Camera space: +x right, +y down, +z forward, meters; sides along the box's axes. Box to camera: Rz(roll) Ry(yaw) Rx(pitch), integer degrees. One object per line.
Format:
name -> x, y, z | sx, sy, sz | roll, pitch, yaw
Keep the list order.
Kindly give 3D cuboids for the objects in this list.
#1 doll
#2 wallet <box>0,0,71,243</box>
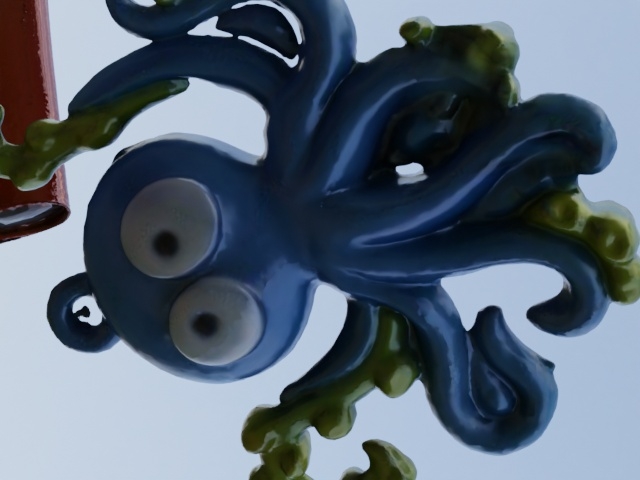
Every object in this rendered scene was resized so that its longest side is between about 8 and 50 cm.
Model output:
doll -> 0.000, 0.000, 0.924 | 0.341, 0.346, 0.099 | -23, -166, 17
wallet -> -0.240, -0.084, 1.079 | 0.045, 0.142, 0.204 | 82, -3, -54
